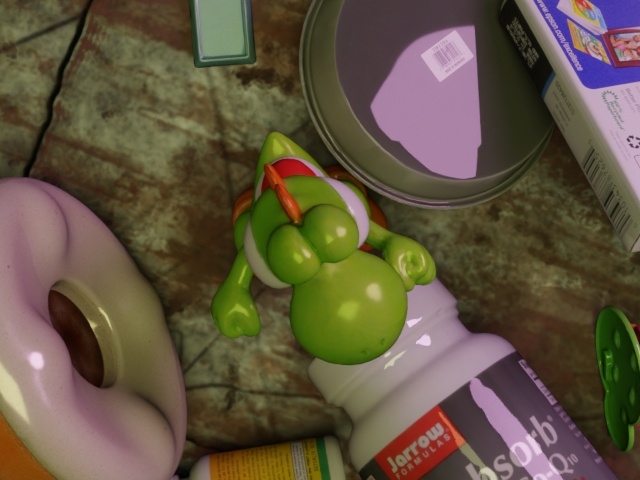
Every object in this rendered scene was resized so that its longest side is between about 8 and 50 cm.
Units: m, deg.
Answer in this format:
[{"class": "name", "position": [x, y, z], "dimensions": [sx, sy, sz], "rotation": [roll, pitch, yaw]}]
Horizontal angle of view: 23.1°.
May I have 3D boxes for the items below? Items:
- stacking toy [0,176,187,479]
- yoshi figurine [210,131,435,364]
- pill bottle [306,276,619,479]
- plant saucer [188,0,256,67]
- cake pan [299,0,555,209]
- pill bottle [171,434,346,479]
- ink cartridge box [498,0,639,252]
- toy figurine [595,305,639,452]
[{"class": "stacking toy", "position": [-0.408, 0.180, 1.595], "dimensions": [0.480, 0.350, 0.351], "rotation": [-27, 98, 17]}, {"class": "yoshi figurine", "position": [0.001, 0.028, 1.523], "dimensions": [0.203, 0.362, 0.204], "rotation": [24, 95, -5]}, {"class": "pill bottle", "position": [0.159, 0.228, 1.600], "dimensions": [0.210, 0.210, 0.363], "rotation": [-39, 79, 3]}, {"class": "plant saucer", "position": [-0.109, -0.281, 1.654], "dimensions": [0.067, 0.018, 0.192], "rotation": [-5, 97, -1]}, {"class": "cake pan", "position": [0.124, -0.179, 1.601], "dimensions": [0.293, 0.054, 0.293], "rotation": [3, 80, -17]}, {"class": "pill bottle", "position": [-0.074, 0.281, 1.678], "dimensions": [0.208, 0.117, 0.118], "rotation": [-10, 98, 0]}, {"class": "ink cartridge box", "position": [0.375, -0.150, 1.560], "dimensions": [0.307, 0.072, 0.304], "rotation": [-10, 57, -23]}, {"class": "toy figurine", "position": [0.394, 0.139, 1.686], "dimensions": [0.159, 0.130, 0.173], "rotation": [-10, 120, -10]}]
